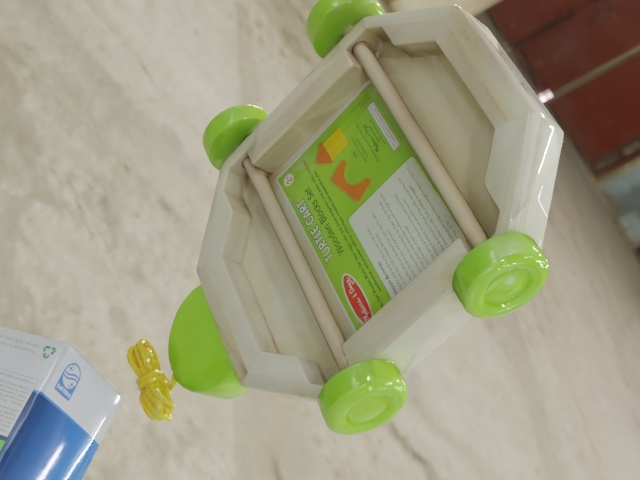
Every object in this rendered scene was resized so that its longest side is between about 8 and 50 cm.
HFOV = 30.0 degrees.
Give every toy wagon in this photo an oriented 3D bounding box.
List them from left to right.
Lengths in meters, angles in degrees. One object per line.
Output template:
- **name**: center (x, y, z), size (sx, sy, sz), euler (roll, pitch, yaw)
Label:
- **toy wagon**: center (0.000, 0.000, 0.806), size (0.068, 0.344, 0.267), euler (23, 31, -44)

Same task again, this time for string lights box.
- **string lights box**: center (-0.237, 0.173, 0.682), size (0.260, 0.133, 0.077), euler (-65, 149, -25)
